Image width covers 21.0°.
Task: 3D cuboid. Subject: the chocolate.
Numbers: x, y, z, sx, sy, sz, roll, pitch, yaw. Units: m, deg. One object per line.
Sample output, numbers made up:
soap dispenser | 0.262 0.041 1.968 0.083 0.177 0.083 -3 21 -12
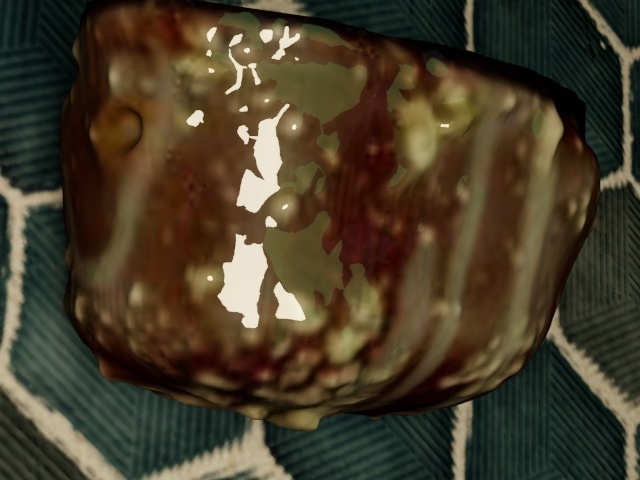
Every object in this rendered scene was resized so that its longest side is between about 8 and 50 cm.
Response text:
chocolate | 0.000 0.000 0.960 0.340 0.225 0.210 9 84 -40
